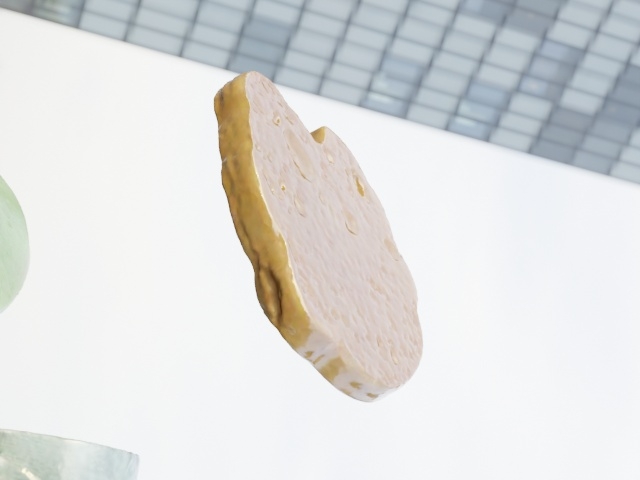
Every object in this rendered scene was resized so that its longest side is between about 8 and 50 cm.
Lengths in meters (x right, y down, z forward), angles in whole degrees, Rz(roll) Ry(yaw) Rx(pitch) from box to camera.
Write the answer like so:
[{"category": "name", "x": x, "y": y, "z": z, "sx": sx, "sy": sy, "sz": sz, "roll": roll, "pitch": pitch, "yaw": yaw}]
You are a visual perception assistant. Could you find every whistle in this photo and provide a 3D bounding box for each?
[{"category": "whistle", "x": -0.285, "y": 0.295, "z": 1.581, "sx": 0.405, "sy": 0.188, "sz": 0.168, "roll": 95, "pitch": 3, "yaw": -76}]

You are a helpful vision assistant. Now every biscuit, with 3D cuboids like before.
[{"category": "biscuit", "x": 0.000, "y": 0.000, "z": 1.562, "sx": 0.057, "sy": 0.312, "sz": 0.351, "roll": -28, "pitch": -106, "yaw": 21}]

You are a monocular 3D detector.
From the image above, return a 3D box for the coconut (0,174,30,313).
[{"category": "coconut", "x": -0.517, "y": -0.001, "z": 1.908, "sx": 0.328, "sy": 0.281, "sz": 0.328, "roll": 5, "pitch": -83, "yaw": 44}]
